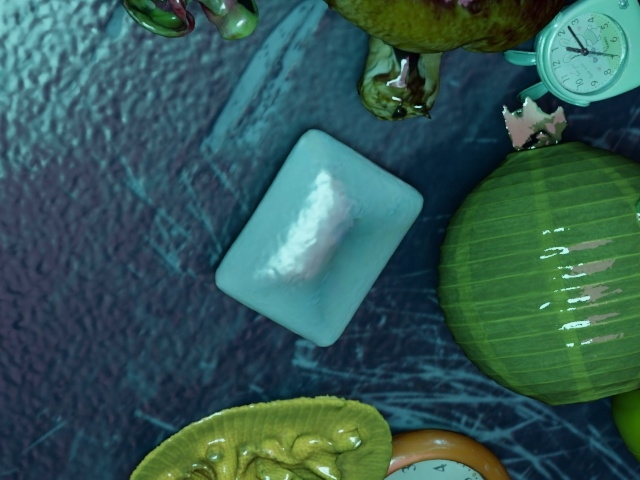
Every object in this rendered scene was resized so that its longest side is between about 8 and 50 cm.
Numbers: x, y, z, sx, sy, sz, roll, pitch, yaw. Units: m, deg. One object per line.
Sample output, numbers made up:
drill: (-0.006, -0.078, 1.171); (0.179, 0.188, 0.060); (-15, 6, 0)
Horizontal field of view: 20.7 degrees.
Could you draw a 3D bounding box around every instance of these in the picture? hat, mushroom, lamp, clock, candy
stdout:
hat: (-0.030, 0.300, 1.641); (0.244, 0.233, 0.233); (-37, 130, -27)
mushroom: (0.076, -0.256, 1.507); (0.254, 0.267, 0.267); (-30, 116, 30)
lamp: (0.219, 0.008, 1.598); (0.250, 0.250, 0.284); (-15, 90, -12)
clock: (0.097, 0.281, 1.727); (0.205, 0.051, 0.205); (-5, 108, -15)
clock: (0.242, -0.178, 1.648); (0.135, 0.041, 0.101); (-23, 111, -8)
candy: (0.000, 0.000, 1.610); (0.138, 0.071, 0.174); (31, 95, -22)

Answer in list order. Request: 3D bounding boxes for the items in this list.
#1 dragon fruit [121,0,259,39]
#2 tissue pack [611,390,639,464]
dragon fruit: (-0.163, -0.292, 1.433); (0.218, 0.198, 0.272); (-34, 137, -16)
tissue pack: (0.355, 0.172, 1.706); (0.123, 0.178, 0.127); (-37, 92, -3)
